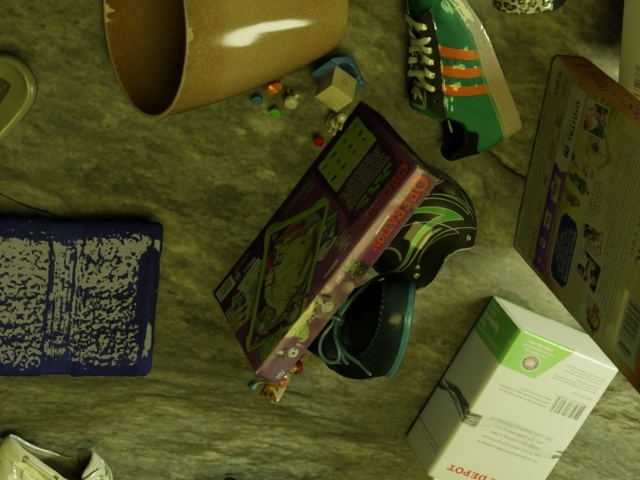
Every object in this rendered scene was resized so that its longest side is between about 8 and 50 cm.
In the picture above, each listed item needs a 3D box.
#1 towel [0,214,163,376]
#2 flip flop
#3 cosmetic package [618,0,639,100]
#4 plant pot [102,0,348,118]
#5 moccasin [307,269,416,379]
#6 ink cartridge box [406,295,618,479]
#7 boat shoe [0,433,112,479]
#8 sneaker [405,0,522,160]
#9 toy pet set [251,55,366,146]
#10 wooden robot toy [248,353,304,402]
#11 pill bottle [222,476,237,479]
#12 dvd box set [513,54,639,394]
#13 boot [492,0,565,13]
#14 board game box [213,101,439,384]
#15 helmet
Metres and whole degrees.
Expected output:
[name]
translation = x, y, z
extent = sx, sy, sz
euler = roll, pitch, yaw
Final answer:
[towel]
translation = -0.369, 0.072, 1.988
extent = 0.308, 0.076, 0.228
euler = 2, 109, -18
[flip flop]
translation = -0.453, -0.112, 1.837
extent = 0.112, 0.080, 0.277
euler = 41, 98, -10
[cosmetic package]
translation = 0.537, -0.376, 1.987
extent = 0.284, 0.097, 0.377
euler = -18, 122, -28
[plant pot]
translation = -0.104, -0.279, 1.819
extent = 0.254, 0.237, 0.237
euler = -10, 120, -31
[moccasin]
translation = 0.045, 0.130, 2.020
extent = 0.116, 0.342, 0.138
euler = 15, 68, -6
[ink cartridge box]
translation = 0.287, 0.249, 2.265
extent = 0.198, 0.115, 0.273
euler = 23, 107, -26
[boat shoe]
translation = -0.337, 0.347, 2.121
extent = 0.277, 0.098, 0.096
euler = 23, 100, -28
[sneaker]
translation = 0.163, -0.230, 1.978
extent = 0.121, 0.108, 0.302
euler = -33, 123, -4
[toy pet set]
translation = -0.007, -0.201, 1.980
extent = 0.122, 0.065, 0.114
euler = 33, 137, -26
[wooden robot toy]
translation = -0.054, 0.177, 2.136
extent = 0.076, 0.079, 0.173
euler = -2, 118, -17
[pill bottle]
translation = -0.064, 0.443, 2.237
extent = 0.219, 0.123, 0.123
euler = 29, 105, -15
[dvd box set]
translation = 0.388, -0.031, 1.973
extent = 0.062, 0.420, 0.308
euler = 0, 116, -18
[boot]
translation = 0.327, -0.403, 1.962
extent = 0.236, 0.085, 0.179
euler = -14, 127, -16
[board game box]
translation = 0.000, 0.000, 1.987
extent = 0.056, 0.208, 0.347
euler = 31, 104, -29
[helmet]
translation = 0.127, -0.025, 2.045
extent = 0.161, 0.169, 0.169
euler = -47, 121, 5
